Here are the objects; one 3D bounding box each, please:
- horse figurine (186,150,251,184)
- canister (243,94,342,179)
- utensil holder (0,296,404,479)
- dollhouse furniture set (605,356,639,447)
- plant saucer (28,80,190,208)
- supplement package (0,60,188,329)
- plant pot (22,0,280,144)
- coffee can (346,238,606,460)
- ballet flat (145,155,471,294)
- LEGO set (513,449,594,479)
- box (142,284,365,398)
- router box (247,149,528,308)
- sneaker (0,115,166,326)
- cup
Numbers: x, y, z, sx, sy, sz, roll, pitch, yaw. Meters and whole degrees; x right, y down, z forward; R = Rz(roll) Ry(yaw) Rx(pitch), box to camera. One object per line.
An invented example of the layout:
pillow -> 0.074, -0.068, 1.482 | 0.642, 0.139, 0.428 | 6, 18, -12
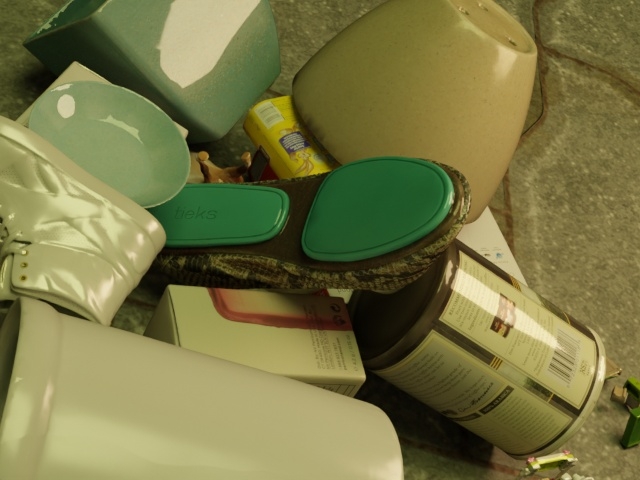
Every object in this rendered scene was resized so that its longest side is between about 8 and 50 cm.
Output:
horse figurine -> -0.184, -0.100, 1.677 | 0.263, 0.174, 0.066 | 23, 68, 10
canister -> -0.015, -0.119, 1.706 | 0.126, 0.073, 0.170 | -15, 58, -39
utensil holder -> -0.156, 0.263, 1.225 | 0.385, 0.327, 0.327 | 17, 45, -19
dollhouse furniture set -> 0.414, 0.224, 1.790 | 0.076, 0.058, 0.151 | -14, 40, -29
plant saucer -> -0.248, -0.103, 1.447 | 0.195, 0.037, 0.195 | 17, 46, -18
supplement package -> -0.319, -0.045, 1.512 | 0.175, 0.177, 0.293 | 32, 43, -2
plant pot -> -0.201, -0.269, 1.705 | 0.252, 0.247, 0.248 | 50, 65, -22
coffee can -> 0.193, 0.130, 1.573 | 0.275, 0.201, 0.201 | 33, 40, -23
ballet flat -> 0.000, 0.000, 1.493 | 0.182, 0.483, 0.164 | 46, 52, -42
LEGO set -> 0.251, 0.345, 1.524 | 0.132, 0.107, 0.287 | 46, 45, 16
box -> -0.087, 0.149, 1.485 | 0.232, 0.148, 0.127 | 6, 49, -25
router box -> 0.098, -0.011, 1.784 | 0.335, 0.082, 0.301 | -1, 52, -30
sneaker -> -0.321, -0.015, 1.289 | 0.292, 0.108, 0.169 | 30, 52, -5
cup -> 0.161, -0.218, 1.715 | 0.331, 0.237, 0.331 | 28, 29, -18
